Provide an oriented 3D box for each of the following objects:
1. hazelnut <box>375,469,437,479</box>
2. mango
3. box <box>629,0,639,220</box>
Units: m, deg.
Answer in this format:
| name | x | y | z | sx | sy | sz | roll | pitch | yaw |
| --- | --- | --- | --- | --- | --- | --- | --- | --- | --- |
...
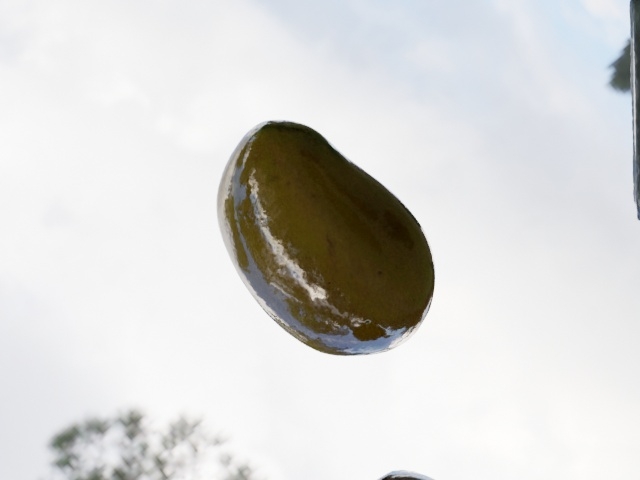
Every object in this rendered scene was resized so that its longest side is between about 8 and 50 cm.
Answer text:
| name | x | y | z | sx | sy | sz | roll | pitch | yaw |
| --- | --- | --- | --- | --- | --- | --- | --- | --- | --- |
| hazelnut | 0.100 | 0.357 | 1.594 | 0.178 | 0.178 | 0.204 | 40 | -161 | -16 |
| mango | 0.000 | 0.000 | 1.647 | 0.317 | 0.211 | 0.173 | 52 | -156 | -18 |
| box | 0.330 | -0.121 | 1.188 | 0.163 | 0.135 | 0.243 | -48 | -45 | -75 |
